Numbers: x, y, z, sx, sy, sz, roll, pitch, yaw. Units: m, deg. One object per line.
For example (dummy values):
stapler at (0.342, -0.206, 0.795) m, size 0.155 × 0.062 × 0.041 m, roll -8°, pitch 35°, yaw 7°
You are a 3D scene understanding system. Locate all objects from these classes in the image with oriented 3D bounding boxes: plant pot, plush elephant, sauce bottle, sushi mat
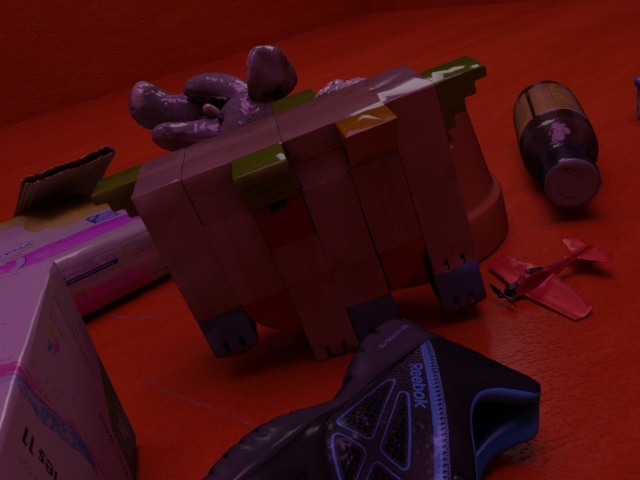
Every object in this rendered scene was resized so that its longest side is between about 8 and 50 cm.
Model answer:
plant pot at (0.096, -0.097, 0.848) m, size 0.291 × 0.203 × 0.291 m, roll -10°, pitch 25°, yaw 5°
plush elephant at (-0.134, -0.139, 0.925) m, size 0.330 × 0.271 × 0.255 m, roll -4°, pitch -4°, yaw -3°
sauce bottle at (0.352, -0.149, 0.946) m, size 0.111 × 0.111 × 0.344 m, roll -5°, pitch 27°, yaw 17°
sushi mat at (-0.454, -0.071, 1.085) m, size 0.151 × 0.019 × 0.316 m, roll -30°, pitch 0°, yaw -34°

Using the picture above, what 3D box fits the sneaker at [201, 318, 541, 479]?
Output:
sneaker at (0.030, 0.170, 0.414) m, size 0.140 × 0.125 × 0.341 m, roll 13°, pitch 37°, yaw 35°

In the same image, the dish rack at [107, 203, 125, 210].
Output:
dish rack at (-0.231, -0.121, 1.212) m, size 0.285 × 0.072 × 0.333 m, roll 9°, pitch 34°, yaw 38°

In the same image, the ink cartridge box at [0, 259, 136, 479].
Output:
ink cartridge box at (-0.202, 0.184, 0.393) m, size 0.119 × 0.207 × 0.353 m, roll -18°, pitch 26°, yaw -8°

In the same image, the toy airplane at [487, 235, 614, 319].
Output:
toy airplane at (0.260, 0.034, 0.699) m, size 0.151 × 0.028 × 0.151 m, roll -10°, pitch 27°, yaw 5°

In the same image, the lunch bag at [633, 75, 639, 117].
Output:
lunch bag at (0.639, -0.238, 1.025) m, size 0.176 × 0.090 × 0.219 m, roll -18°, pitch 24°, yaw -5°

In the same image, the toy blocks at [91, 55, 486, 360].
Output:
toy blocks at (0.000, 0.000, 0.653) m, size 0.381 × 0.261 × 0.191 m, roll -20°, pitch 27°, yaw 0°

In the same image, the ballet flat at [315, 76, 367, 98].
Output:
ballet flat at (0.040, -0.247, 1.274) m, size 0.147 × 0.147 × 0.409 m, roll -15°, pitch 15°, yaw -5°

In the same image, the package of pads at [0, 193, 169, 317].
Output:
package of pads at (-0.393, 0.028, 0.937) m, size 0.229 × 0.101 × 0.296 m, roll -29°, pitch 29°, yaw -34°
